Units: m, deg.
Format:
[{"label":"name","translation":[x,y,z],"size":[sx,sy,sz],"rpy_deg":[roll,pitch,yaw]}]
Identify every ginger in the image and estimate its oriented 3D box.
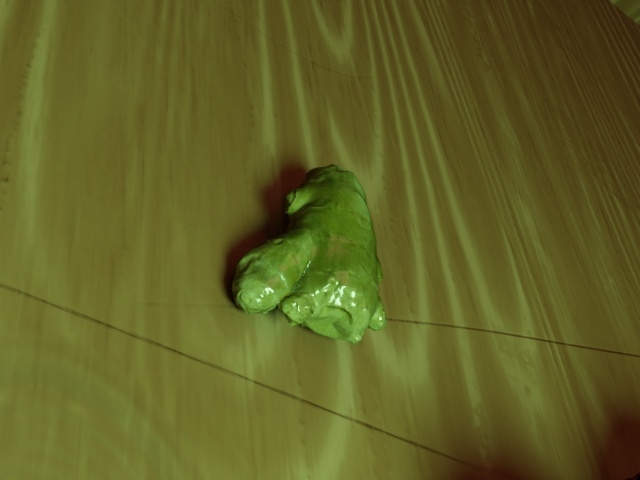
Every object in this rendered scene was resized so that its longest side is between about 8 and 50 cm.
[{"label":"ginger","translation":[0.009,0.010,0.854],"size":[0.115,0.081,0.205],"rpy_deg":[16,39,10]}]

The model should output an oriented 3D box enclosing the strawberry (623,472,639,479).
[{"label":"strawberry","translation":[0.235,0.294,0.695],"size":[0.274,0.220,0.274],"rpy_deg":[2,71,-6]}]
